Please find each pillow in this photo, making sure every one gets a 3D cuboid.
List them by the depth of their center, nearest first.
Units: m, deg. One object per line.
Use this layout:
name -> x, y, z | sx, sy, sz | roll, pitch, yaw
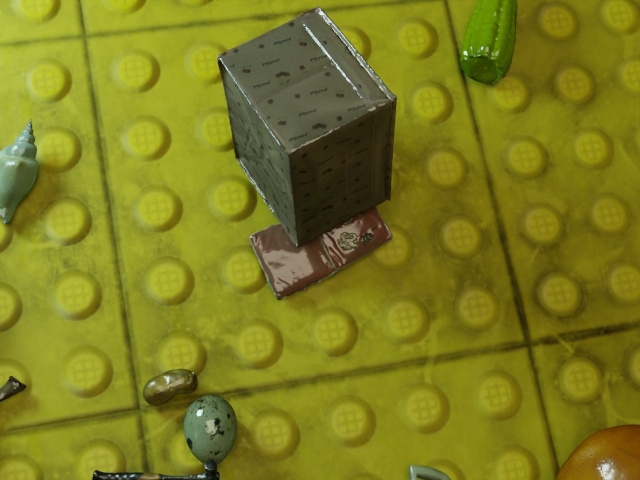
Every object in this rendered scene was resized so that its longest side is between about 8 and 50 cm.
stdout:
pillow -> 0.000, 0.000, 1.828 | 0.233, 0.043, 0.126 | -28, 81, -14

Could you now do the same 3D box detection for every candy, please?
candy -> 0.314, -0.390, 1.959 | 0.097, 0.096, 0.209 | 16, 69, -3

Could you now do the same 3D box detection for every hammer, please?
hammer -> -0.257, 0.375, 1.682 | 0.201, 0.078, 0.021 | -1, 42, 2

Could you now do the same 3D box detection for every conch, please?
conch -> -0.512, -0.118, 1.777 | 0.088, 0.065, 0.180 | 17, 81, -5

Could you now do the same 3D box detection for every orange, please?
orange -> 0.490, 0.416, 1.666 | 0.261, 0.261, 0.261 | 2, 74, -7

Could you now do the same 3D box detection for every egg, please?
egg -> -0.173, 0.299, 1.696 | 0.085, 0.085, 0.110 | -4, 80, -9

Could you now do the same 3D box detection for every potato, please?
potato -> -0.242, 0.232, 1.727 | 0.092, 0.046, 0.045 | -21, 120, -5

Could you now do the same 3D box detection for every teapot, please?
teapot -> 0.184, 0.425, 1.711 | 0.091, 0.092, 0.124 | 13, 79, -22

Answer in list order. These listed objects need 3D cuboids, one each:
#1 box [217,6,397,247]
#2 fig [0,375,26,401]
box -> -0.020, -0.174, 1.716 | 0.190, 0.297, 0.225 | -28, 64, -14
fig -> -0.587, 0.282, 1.610 | 0.321, 0.217, 0.217 | -16, 76, -36
